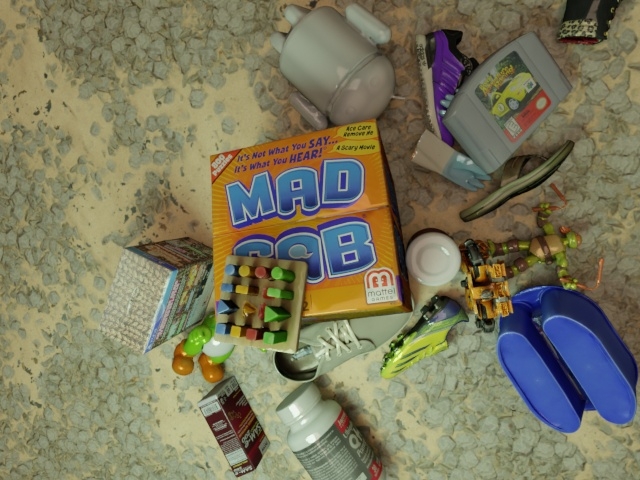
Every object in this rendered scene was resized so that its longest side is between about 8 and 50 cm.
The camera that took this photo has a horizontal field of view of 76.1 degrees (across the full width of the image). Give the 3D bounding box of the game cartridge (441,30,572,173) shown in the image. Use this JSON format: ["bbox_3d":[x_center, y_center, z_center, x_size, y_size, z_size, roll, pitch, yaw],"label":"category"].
[{"bbox_3d":[0.426,-0.325,0.939,0.196,0.060,0.294,44,85,-10],"label":"game cartridge"}]

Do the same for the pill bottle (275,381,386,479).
[{"bbox_3d":[0.020,0.556,1.119,0.176,0.176,0.319,-38,87,14],"label":"pill bottle"}]

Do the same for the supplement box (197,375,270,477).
[{"bbox_3d":[-0.251,0.543,1.204,0.073,0.130,0.240,-28,90,14],"label":"supplement box"}]

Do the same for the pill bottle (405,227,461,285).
[{"bbox_3d":[0.268,0.032,0.989,0.121,0.216,0.121,1,97,13],"label":"pill bottle"}]

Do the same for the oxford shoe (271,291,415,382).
[{"bbox_3d":[0.055,0.260,1.109,0.449,0.130,0.169,-30,86,12],"label":"oxford shoe"}]

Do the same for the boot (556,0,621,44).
[{"bbox_3d":[0.665,-0.534,0.912,0.236,0.085,0.179,11,100,18],"label":"boot"}]

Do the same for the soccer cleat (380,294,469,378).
[{"bbox_3d":[0.271,0.275,1.079,0.121,0.093,0.289,38,103,0],"label":"soccer cleat"}]

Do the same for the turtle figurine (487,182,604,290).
[{"bbox_3d":[0.530,0.009,0.996,0.217,0.087,0.270,-17,71,18],"label":"turtle figurine"}]

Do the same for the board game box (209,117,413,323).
[{"bbox_3d":[0.000,0.000,0.933,0.356,0.356,0.357,-9,77,14],"label":"board game box"}]

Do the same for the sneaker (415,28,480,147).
[{"bbox_3d":[0.322,-0.373,0.996,0.146,0.102,0.294,-9,93,13],"label":"sneaker"}]

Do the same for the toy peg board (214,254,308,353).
[{"bbox_3d":[-0.117,0.106,0.715,0.160,0.079,0.162,4,80,16],"label":"toy peg board"}]

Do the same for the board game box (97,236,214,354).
[{"bbox_3d":[-0.418,0.133,1.119,0.141,0.291,0.232,24,100,9],"label":"board game box"}]

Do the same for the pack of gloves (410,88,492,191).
[{"bbox_3d":[0.357,-0.232,0.974,0.232,0.046,0.195,21,101,-21],"label":"pack of gloves"}]

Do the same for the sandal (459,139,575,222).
[{"bbox_3d":[0.463,-0.151,0.983,0.302,0.120,0.086,-33,74,14],"label":"sandal"}]

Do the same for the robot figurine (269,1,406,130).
[{"bbox_3d":[0.041,-0.418,1.005,0.353,0.199,0.300,46,126,5],"label":"robot figurine"}]

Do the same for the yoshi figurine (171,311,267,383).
[{"bbox_3d":[-0.245,0.265,1.138,0.203,0.203,0.362,43,105,3],"label":"yoshi figurine"}]

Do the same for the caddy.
[{"bbox_3d":[0.575,0.274,0.969,0.241,0.179,0.341,-34,87,38],"label":"caddy"}]

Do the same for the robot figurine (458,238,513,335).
[{"bbox_3d":[0.369,0.089,0.934,0.084,0.291,0.211,-11,94,14],"label":"robot figurine"}]
